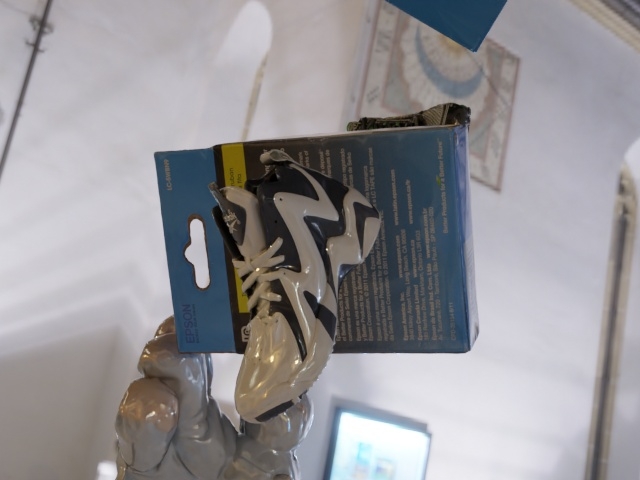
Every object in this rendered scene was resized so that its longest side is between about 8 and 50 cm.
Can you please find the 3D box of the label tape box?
[{"bbox_3d":[0.000,0.000,1.057,0.334,0.240,0.106,-2,10,17],"label":"label tape box"}]

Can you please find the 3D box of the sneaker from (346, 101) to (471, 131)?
[{"bbox_3d":[0.119,-0.145,1.549,0.146,0.134,0.343,27,-24,-22],"label":"sneaker"}]

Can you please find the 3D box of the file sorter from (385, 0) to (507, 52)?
[{"bbox_3d":[0.126,-0.263,0.788,0.118,0.104,0.170,31,-21,2],"label":"file sorter"}]

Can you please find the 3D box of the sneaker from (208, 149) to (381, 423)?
[{"bbox_3d":[-0.052,0.024,0.807,0.153,0.235,0.094,38,-24,-23],"label":"sneaker"}]

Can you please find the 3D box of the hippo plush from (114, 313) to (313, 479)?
[{"bbox_3d":[-0.129,0.251,1.186,0.237,0.294,0.234,18,-21,-1],"label":"hippo plush"}]
